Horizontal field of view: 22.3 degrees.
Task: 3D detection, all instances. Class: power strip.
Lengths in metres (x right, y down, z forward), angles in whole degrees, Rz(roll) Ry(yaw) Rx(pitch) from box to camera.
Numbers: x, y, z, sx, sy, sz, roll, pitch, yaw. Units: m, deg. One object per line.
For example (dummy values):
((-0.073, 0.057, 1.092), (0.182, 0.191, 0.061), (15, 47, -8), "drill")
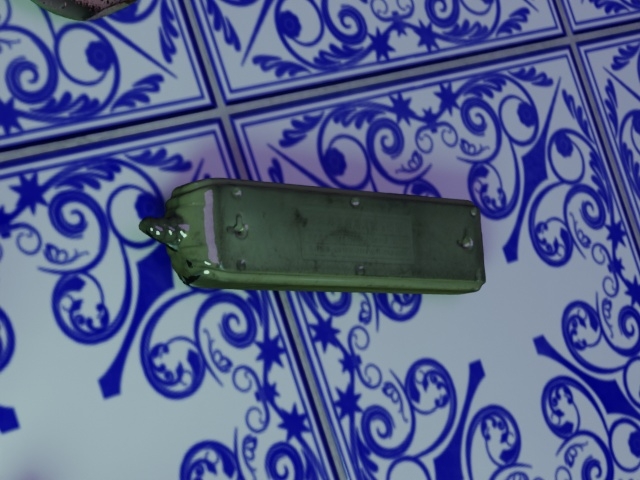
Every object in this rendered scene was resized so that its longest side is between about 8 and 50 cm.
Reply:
((0.000, 0.000, 1.451), (0.387, 0.066, 0.092), (4, 75, -41), "power strip")

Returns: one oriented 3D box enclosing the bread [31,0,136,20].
((-0.202, -0.297, 1.358), (0.228, 0.033, 0.228), (1, 89, -50), "bread")
